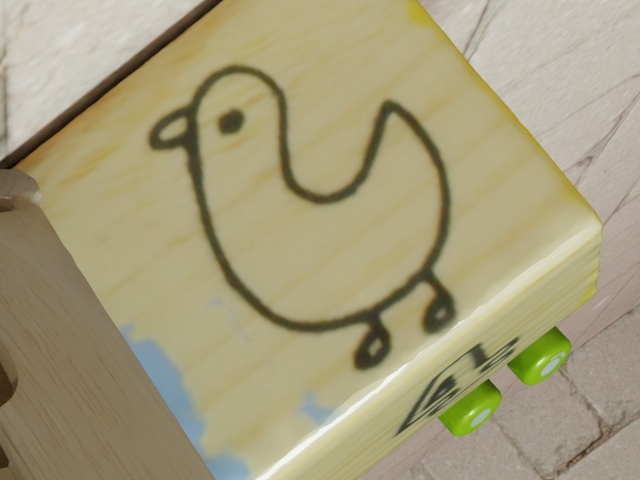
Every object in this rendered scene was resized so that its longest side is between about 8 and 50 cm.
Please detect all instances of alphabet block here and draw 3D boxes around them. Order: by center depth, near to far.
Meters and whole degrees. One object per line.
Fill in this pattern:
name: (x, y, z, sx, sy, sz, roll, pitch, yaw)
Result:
alphabet block: (0.000, 0.000, 0.754, 0.197, 0.192, 0.193, -39, 168, 0)

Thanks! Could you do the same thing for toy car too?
toy car: (0.111, 0.031, 1.222, 0.149, 0.155, 0.188, -33, 155, -20)

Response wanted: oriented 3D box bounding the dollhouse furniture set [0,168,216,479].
dollhouse furniture set: (-0.242, 0.122, 0.514, 0.394, 0.256, 0.362, -3, 131, -38)
